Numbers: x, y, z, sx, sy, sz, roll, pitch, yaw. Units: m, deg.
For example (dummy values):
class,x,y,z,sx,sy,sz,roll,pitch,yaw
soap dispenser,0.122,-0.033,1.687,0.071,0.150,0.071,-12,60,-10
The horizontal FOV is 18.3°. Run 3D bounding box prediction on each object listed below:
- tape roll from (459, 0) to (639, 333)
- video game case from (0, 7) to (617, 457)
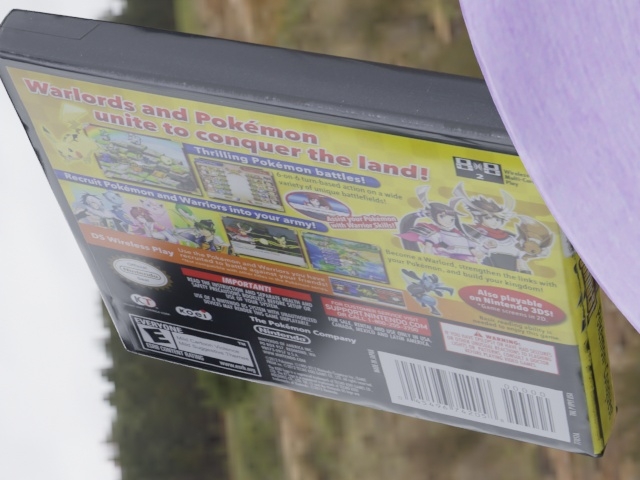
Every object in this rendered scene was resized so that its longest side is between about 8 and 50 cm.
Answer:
class,x,y,z,sx,sy,sz,roll,pitch,yaw
tape roll,0.157,-0.060,0.304,0.090,0.275,0.274,-47,-41,-44
video game case,0.000,0.000,0.956,0.248,0.275,0.035,73,-145,-51
